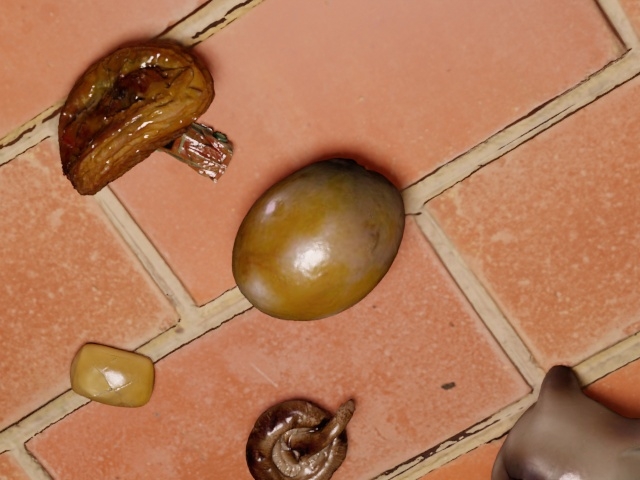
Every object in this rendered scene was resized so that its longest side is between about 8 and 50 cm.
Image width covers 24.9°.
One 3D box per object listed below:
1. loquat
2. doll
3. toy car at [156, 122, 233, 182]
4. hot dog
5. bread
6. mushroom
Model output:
[{"bbox_3d":[0.000,0.000,1.782,0.227,0.179,0.179,-37,106,7],"label":"loquat"},{"bbox_3d":[0.313,0.380,1.903,0.226,0.215,0.370,-18,123,-35],"label":"doll"},{"bbox_3d":[-0.169,-0.123,1.812,0.122,0.035,0.059,27,112,-7],"label":"toy car"},{"bbox_3d":[-0.235,-0.149,1.752,0.227,0.160,0.099,-40,134,17],"label":"hot dog"},{"bbox_3d":[-0.279,0.186,1.934,0.115,0.056,0.082,19,113,-5],"label":"bread"},{"bbox_3d":[-0.021,0.267,1.944,0.170,0.080,0.135,-36,119,15],"label":"mushroom"}]
